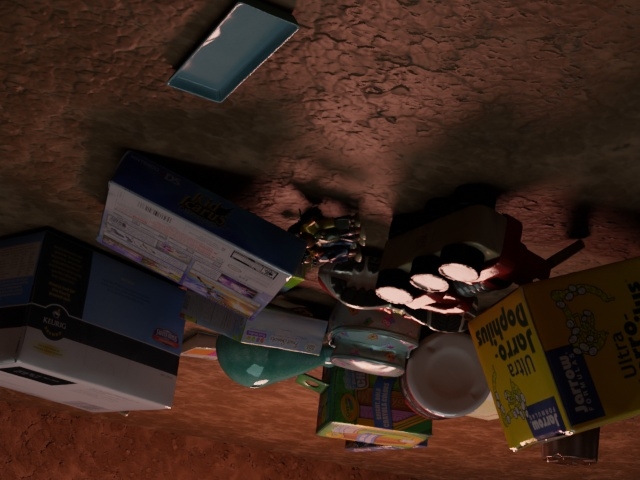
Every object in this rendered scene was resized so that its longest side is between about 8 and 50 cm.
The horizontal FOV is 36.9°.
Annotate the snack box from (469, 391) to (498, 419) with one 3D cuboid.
[{"bbox_3d":[0.402,0.357,2.233,0.187,0.060,0.322,15,158,-21],"label":"snack box"}]

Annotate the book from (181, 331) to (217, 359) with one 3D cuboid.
[{"bbox_3d":[-0.255,0.242,2.156,0.096,0.035,0.144,12,159,-24],"label":"book"}]

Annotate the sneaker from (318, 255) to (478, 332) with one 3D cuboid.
[{"bbox_3d":[0.126,0.075,1.558,0.279,0.107,0.118,17,175,-19],"label":"sneaker"}]

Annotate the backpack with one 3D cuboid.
[{"bbox_3d":[0.096,0.160,1.690,0.166,0.144,0.188,12,156,-1],"label":"backpack"}]

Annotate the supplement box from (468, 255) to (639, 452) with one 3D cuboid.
[{"bbox_3d":[0.417,0.136,1.301,0.357,0.195,0.194,-12,164,-17],"label":"supplement box"}]

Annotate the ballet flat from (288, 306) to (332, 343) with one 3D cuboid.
[{"bbox_3d":[0.041,0.163,1.819,0.250,0.084,0.058,14,133,-23],"label":"ballet flat"}]

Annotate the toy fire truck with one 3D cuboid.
[{"bbox_3d":[0.235,0.031,1.343,0.246,0.158,0.217,28,152,-23],"label":"toy fire truck"}]

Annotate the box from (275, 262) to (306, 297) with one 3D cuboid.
[{"bbox_3d":[-0.108,0.059,1.619,0.109,0.042,0.178,15,157,-21],"label":"box"}]

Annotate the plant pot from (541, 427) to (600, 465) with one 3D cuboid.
[{"bbox_3d":[0.579,0.432,2.235,0.167,0.165,0.167,6,160,2],"label":"plant pot"}]

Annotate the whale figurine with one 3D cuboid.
[{"bbox_3d":[-0.075,0.231,1.918,0.272,0.141,0.216,11,158,-15],"label":"whale figurine"}]

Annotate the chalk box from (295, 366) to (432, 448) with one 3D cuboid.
[{"bbox_3d":[0.089,0.339,2.106,0.289,0.179,0.180,8,159,-7],"label":"chalk box"}]

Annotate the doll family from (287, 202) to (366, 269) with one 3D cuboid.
[{"bbox_3d":[0.000,0.000,1.384,0.111,0.076,0.193,-8,157,-4],"label":"doll family"}]

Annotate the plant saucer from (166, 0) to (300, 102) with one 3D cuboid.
[{"bbox_3d":[-0.093,-0.194,0.984,0.067,0.018,0.192,16,158,-25],"label":"plant saucer"}]

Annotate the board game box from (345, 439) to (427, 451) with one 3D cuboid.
[{"bbox_3d":[0.161,0.421,2.323,0.042,0.165,0.243,22,155,-36],"label":"board game box"}]

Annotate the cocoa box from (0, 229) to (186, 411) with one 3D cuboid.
[{"bbox_3d":[-0.439,0.153,1.693,0.231,0.227,0.347,-9,154,36],"label":"cocoa box"}]

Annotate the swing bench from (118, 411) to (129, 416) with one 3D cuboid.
[{"bbox_3d":[-0.517,0.260,2.100,0.255,0.165,0.253,15,159,-9],"label":"swing bench"}]

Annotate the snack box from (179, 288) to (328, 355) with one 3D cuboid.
[{"bbox_3d":[-0.119,0.139,1.685,0.175,0.070,0.207,15,177,-37],"label":"snack box"}]

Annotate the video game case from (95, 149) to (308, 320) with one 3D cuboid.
[{"bbox_3d":[-0.176,0.001,1.358,0.270,0.061,0.244,28,155,-7],"label":"video game case"}]

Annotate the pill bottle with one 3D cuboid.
[{"bbox_3d":[0.237,0.270,1.881,0.161,0.161,0.283,6,168,1],"label":"pill bottle"}]
